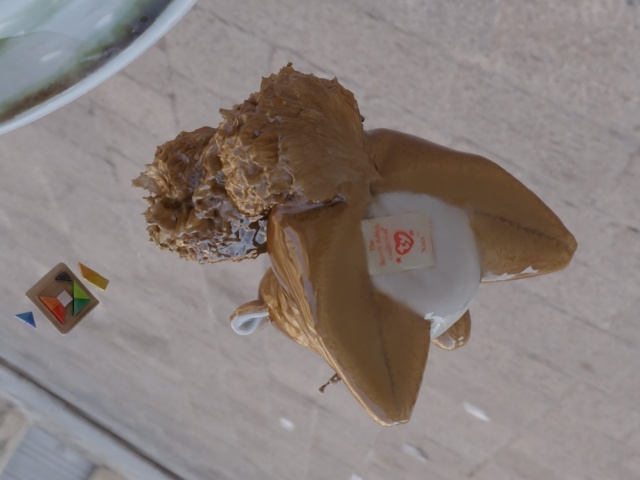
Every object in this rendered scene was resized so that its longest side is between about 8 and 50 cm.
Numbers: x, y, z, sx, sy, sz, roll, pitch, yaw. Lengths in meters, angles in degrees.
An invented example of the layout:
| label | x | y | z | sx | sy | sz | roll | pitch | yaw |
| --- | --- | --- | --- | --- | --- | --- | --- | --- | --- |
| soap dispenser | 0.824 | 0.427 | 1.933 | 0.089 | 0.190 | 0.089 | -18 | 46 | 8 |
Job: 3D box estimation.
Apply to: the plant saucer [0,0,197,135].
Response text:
| label | x | y | z | sx | sy | sz | roll | pitch | yaw |
| --- | --- | --- | --- | --- | --- | --- | --- | --- | --- |
| plant saucer | -0.234 | -0.184 | 0.659 | 0.100 | 0.400 | 0.400 | 60 | 167 | 13 |

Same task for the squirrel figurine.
| label | x | y | z | sx | sy | sz | roll | pitch | yaw |
| --- | --- | --- | --- | --- | --- | --- | --- | --- | --- |
| squirrel figurine | 0.000 | 0.000 | 1.201 | 0.397 | 0.281 | 0.370 | 44 | 163 | -8 |

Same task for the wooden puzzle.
| label | x | y | z | sx | sy | sz | roll | pitch | yaw |
| --- | --- | --- | --- | --- | --- | --- | --- | --- | --- |
| wooden puzzle | -0.320 | 0.071 | 1.361 | 0.078 | 0.116 | 0.014 | 42 | 146 | -11 |
